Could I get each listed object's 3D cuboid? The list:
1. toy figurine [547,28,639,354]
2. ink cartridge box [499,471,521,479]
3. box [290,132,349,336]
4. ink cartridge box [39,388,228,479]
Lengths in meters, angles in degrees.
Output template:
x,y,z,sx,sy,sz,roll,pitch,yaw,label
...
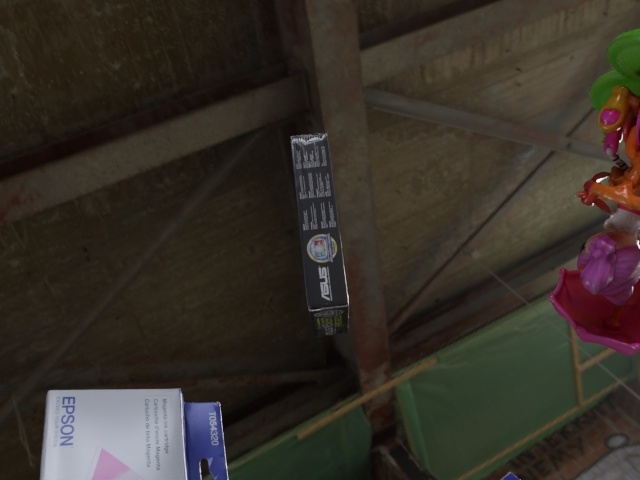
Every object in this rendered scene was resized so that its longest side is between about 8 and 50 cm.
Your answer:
x,y,z,sx,sy,sz,roll,pitch,yaw,label
0.192,-0.012,0.387,0.173,0.130,0.159,23,-92,-52,toy figurine
0.322,0.512,1.081,0.208,0.045,0.206,38,-68,-4,ink cartridge box
0.000,0.000,1.032,0.060,0.270,0.216,-7,-17,0,box
-0.315,0.415,1.147,0.330,0.324,0.071,3,-43,-21,ink cartridge box
